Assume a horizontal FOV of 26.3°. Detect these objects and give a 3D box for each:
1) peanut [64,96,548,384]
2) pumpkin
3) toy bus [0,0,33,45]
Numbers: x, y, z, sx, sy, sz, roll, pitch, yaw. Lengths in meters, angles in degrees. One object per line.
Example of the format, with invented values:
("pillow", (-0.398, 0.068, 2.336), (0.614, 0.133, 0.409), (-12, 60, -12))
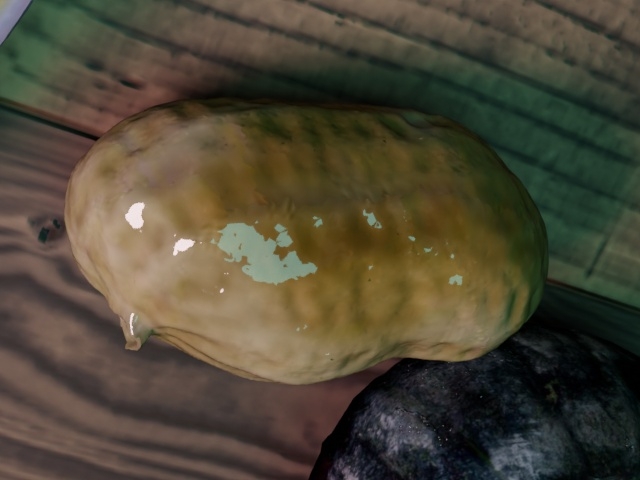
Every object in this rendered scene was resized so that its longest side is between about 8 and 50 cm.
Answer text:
("peanut", (0.000, 0.000, 0.611), (0.224, 0.129, 0.129), (-1, 114, -13))
("pumpkin", (0.100, 0.156, 0.692), (0.233, 0.163, 0.233), (-8, 110, -23))
("toy bus", (-0.137, -0.143, 0.474), (0.136, 0.109, 0.329), (27, 120, -28))
